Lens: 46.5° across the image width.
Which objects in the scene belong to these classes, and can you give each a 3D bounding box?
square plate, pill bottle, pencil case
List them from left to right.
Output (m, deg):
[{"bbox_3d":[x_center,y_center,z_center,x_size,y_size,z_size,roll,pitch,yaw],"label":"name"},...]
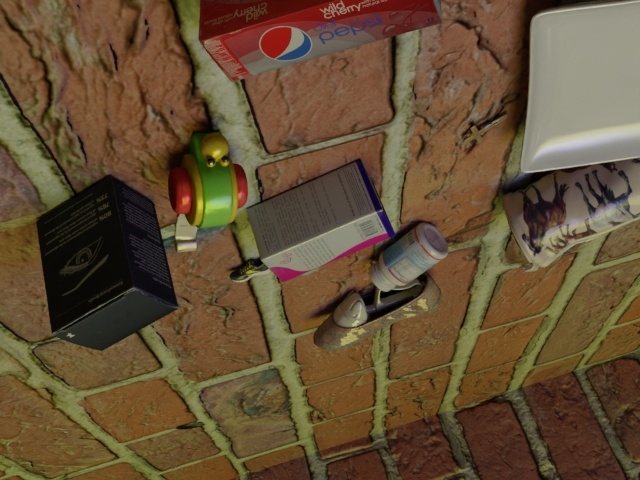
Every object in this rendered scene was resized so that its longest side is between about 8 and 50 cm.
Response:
[{"bbox_3d":[0.179,0.038,1.539,0.087,0.087,0.160,13,138,-44],"label":"pill bottle"},{"bbox_3d":[0.559,-0.087,1.451,0.411,0.183,0.160,-26,151,14],"label":"pencil case"},{"bbox_3d":[0.486,-0.251,1.147,0.348,0.049,0.344,-8,144,6],"label":"square plate"}]

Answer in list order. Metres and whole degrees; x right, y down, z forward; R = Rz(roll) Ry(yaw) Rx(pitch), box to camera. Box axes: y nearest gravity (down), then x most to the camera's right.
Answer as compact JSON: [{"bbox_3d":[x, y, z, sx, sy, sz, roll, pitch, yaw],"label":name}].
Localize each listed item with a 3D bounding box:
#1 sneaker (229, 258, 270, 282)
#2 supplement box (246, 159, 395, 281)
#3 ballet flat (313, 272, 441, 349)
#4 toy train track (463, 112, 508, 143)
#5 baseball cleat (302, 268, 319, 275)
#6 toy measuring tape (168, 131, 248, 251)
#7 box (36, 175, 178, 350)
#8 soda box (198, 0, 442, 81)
[{"bbox_3d":[-0.138,0.053,1.443,0.083,0.031,0.035,-19,138,-8],"label":"sneaker"},{"bbox_3d":[0.000,-0.030,1.289,0.220,0.113,0.111,-24,152,6],"label":"supplement box"},{"bbox_3d":[0.121,0.149,1.708,0.316,0.107,0.106,-22,131,-4],"label":"ballet flat"},{"bbox_3d":[0.281,-0.195,1.275,0.083,0.014,0.048,-32,142,11],"label":"toy train track"},{"bbox_3d":[0.000,0.000,1.385,0.110,0.072,0.206,22,128,-41],"label":"baseball cleat"},{"bbox_3d":[-0.184,-0.041,1.160,0.122,0.121,0.330,-6,149,-22],"label":"toy measuring tape"},{"bbox_3d":[-0.321,0.036,1.112,0.153,0.207,0.108,-28,150,15],"label":"box"},{"bbox_3d":[-0.003,-0.266,0.832,0.264,0.092,0.083,-11,155,19],"label":"soda box"}]
